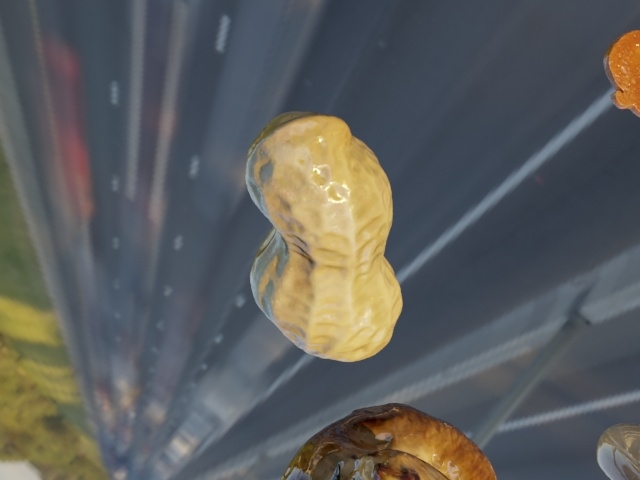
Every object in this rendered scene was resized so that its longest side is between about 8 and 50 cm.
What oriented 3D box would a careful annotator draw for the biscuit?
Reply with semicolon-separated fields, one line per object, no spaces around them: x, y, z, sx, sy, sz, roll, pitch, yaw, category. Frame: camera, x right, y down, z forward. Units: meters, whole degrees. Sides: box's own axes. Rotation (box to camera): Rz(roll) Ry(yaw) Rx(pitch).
0.303;-0.153;1.262;0.091;0.078;0.015;52;162;-13;biscuit

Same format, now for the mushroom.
0.075;0.296;1.244;0.267;0.267;0.254;46;175;-14;mushroom

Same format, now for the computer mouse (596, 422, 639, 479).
0.375;0.264;1.323;0.145;0.082;0.236;37;-174;-41;computer mouse

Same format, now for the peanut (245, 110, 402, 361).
0.000;0.000;1.183;0.298;0.136;0.120;83;164;-47;peanut
